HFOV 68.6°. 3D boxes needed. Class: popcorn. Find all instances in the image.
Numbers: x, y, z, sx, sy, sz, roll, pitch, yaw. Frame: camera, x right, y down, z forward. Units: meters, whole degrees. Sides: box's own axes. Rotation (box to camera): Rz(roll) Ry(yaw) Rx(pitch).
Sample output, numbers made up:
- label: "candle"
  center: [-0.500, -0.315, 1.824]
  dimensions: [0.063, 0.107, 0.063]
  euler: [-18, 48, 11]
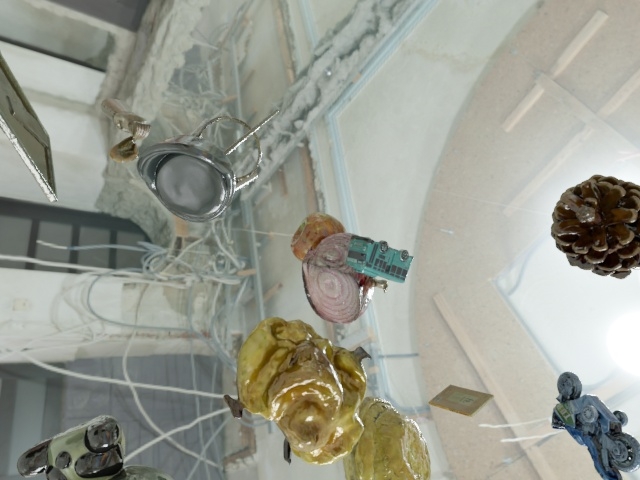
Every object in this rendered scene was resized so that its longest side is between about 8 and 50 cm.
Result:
- label: "popcorn"
  center: [-0.021, 0.304, 0.972]
  dimensions: [0.297, 0.281, 0.315]
  euler: [54, -8, 23]

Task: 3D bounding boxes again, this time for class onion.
- label: "onion"
  center: [0.079, 0.113, 1.486]
  dimensions: [0.273, 0.230, 0.256]
  euler: [29, -54, 10]

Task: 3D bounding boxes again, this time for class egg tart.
- label: "egg tart"
  center: [0.222, 0.670, 1.436]
  dimensions: [0.169, 0.388, 0.387]
  euler: [-24, -119, 31]

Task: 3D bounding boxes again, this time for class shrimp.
- label: "shrimp"
  center: [-0.474, -0.226, 1.163]
  dimensions: [0.108, 0.059, 0.023]
  euler: [-57, 180, -41]

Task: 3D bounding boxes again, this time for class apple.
- label: "apple"
  center: [0.000, 0.000, 1.656]
  dimensions: [0.196, 0.196, 0.195]
  euler: [-18, -112, 53]

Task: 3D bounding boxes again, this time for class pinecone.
- label: "pinecone"
  center: [0.511, -0.033, 0.847]
  dimensions: [0.186, 0.212, 0.168]
  euler: [25, -99, 50]

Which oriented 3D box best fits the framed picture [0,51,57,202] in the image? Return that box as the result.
- label: "framed picture"
  center: [-0.674, -0.280, 1.042]
  dimensions: [0.335, 0.022, 0.247]
  euler: [93, -26, -54]

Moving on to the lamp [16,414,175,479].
- label: "lamp"
  center: [-0.294, 0.372, 0.647]
  dimensions: [0.198, 0.198, 0.243]
  euler: [-23, -91, 52]

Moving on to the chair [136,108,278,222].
- label: "chair"
  center: [-0.115, -0.088, 0.535]
  dimensions: [0.221, 0.104, 0.095]
  euler: [-65, 145, -65]

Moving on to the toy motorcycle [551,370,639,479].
- label: "toy motorcycle"
  center: [0.584, 0.410, 1.022]
  dimensions: [0.254, 0.092, 0.135]
  euler: [-111, -144, -61]

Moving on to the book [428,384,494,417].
- label: "book"
  center: [0.441, 0.502, 1.478]
  dimensions: [0.172, 0.118, 0.012]
  euler: [-6, -75, 57]

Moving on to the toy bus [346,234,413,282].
- label: "toy bus"
  center: [0.142, 0.047, 1.147]
  dimensions: [0.079, 0.160, 0.091]
  euler: [12, -98, 53]

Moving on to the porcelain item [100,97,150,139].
- label: "porcelain item"
  center: [-0.477, -0.298, 1.166]
  dimensions: [0.213, 0.084, 0.054]
  euler: [38, -63, 41]
